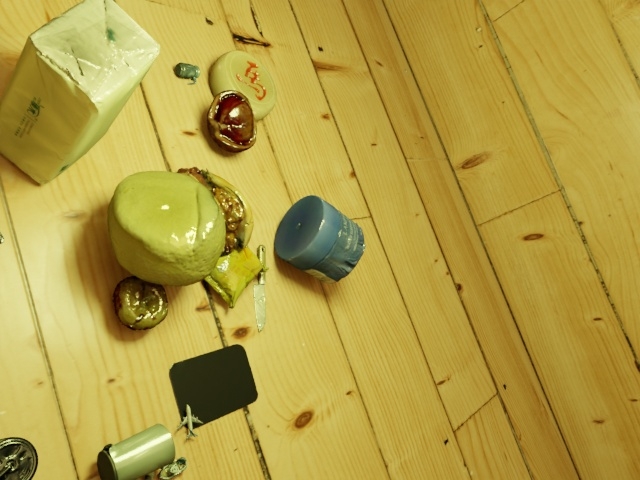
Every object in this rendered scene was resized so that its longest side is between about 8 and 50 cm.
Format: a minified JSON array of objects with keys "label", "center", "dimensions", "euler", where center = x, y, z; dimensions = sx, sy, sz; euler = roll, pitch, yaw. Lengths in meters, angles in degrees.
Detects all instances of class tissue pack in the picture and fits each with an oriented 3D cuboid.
[{"label":"tissue pack","center":[-0.594,-0.354,1.255],"dimensions":[0.207,0.380,0.297],"euler":[41,44,-18]}]

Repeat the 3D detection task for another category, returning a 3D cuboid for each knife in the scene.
[{"label":"knife","center":[-0.197,0.152,1.698],"dimensions":[0.047,0.017,0.298],"euler":[16,62,-40]}]

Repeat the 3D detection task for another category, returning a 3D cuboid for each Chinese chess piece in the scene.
[{"label":"Chinese chess piece","center":[-0.284,-0.571,1.941],"dimensions":[0.273,0.102,0.274],"euler":[26,51,-37]}]

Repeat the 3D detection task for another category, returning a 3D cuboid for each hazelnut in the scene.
[{"label":"hazelnut","center":[-0.296,-0.395,1.773],"dimensions":[0.170,0.160,0.202],"euler":[-26,80,-18]}]

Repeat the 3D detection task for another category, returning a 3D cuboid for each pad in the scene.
[{"label":"pad","center":[-0.291,0.399,1.461],"dimensions":[0.267,0.004,0.181],"euler":[-7,74,-50]}]

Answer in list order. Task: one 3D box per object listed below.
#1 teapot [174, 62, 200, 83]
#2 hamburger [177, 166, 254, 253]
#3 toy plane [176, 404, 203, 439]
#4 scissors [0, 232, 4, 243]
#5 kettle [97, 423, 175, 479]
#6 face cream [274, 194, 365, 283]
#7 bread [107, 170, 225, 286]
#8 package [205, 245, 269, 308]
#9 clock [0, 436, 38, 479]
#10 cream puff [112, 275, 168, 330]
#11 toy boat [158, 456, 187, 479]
[{"label":"teapot","center":[-0.453,-0.575,1.796],"dimensions":[0.083,0.049,0.064],"euler":[-11,78,-51]},{"label":"hamburger","center":[-0.322,-0.098,1.575],"dimensions":[0.155,0.245,0.283],"euler":[-23,102,-50]},{"label":"toy plane","center":[-0.337,0.468,1.349],"dimensions":[0.077,0.024,0.085],"euler":[2,62,-46]},{"label":"scissors","center":[-0.805,-0.127,1.173],"dimensions":[0.318,0.024,0.160],"euler":[60,37,-4]},{"label":"kettle","center":[-0.424,0.503,1.199],"dimensions":[0.148,0.127,0.098],"euler":[-12,46,-48]},{"label":"face cream","center":[0.000,0.000,1.819],"dimensions":[0.225,0.248,0.249],"euler":[32,48,-36]},{"label":"bread","center":[-0.400,-0.025,1.369],"dimensions":[0.320,0.238,0.321],"euler":[12,34,-8]},{"label":"package","center":[-0.262,0.085,1.601],"dimensions":[0.168,0.090,0.226],"euler":[51,43,-12]},{"label":"clock","center":[-0.617,0.569,0.919],"dimensions":[0.276,0.120,0.380],"euler":[-4,73,-54]},{"label":"cream puff","center":[-0.465,0.163,1.339],"dimensions":[0.148,0.084,0.149],"euler":[21,57,-36]},{"label":"toy boat","center":[-0.359,0.556,1.272],"dimensions":[0.083,0.038,0.038],"euler":[-16,82,-52]}]
